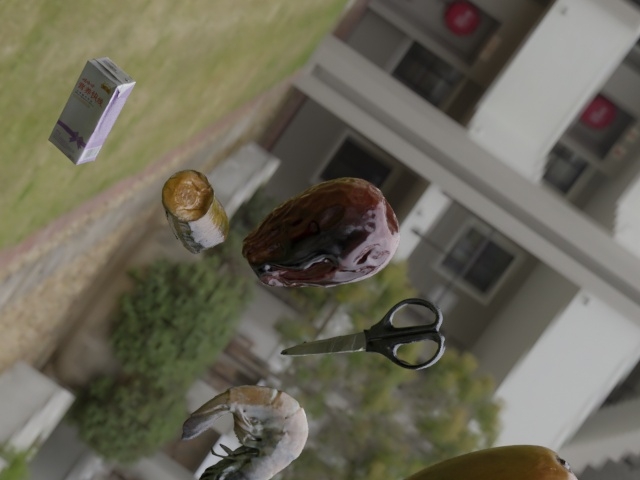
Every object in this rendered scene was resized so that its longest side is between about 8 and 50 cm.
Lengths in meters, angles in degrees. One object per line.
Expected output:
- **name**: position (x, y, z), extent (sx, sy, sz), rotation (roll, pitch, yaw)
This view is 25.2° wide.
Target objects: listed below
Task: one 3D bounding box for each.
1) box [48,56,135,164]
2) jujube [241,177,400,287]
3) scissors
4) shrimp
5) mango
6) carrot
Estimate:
- **box**: position (-0.253, -0.143, 1.581), extent (0.036, 0.051, 0.117), rotation (-29, 154, -57)
- **jujube**: position (0.000, 0.000, 2.162), extent (0.236, 0.168, 0.168), rotation (-21, -171, 10)
- **scissors**: position (0.060, 0.157, 2.217), extent (0.300, 0.109, 0.022), rotation (-12, 167, 35)
- **shrimp**: position (-0.151, 0.305, 1.956), extent (0.296, 0.169, 0.058), rotation (-41, -151, 9)
- **mango**: position (0.145, 0.290, 1.450), extent (0.253, 0.138, 0.113), rotation (-21, 160, 22)
- **carrot**: position (-0.171, -0.035, 1.975), extent (0.082, 0.082, 0.173), rotation (-55, 169, -12)
